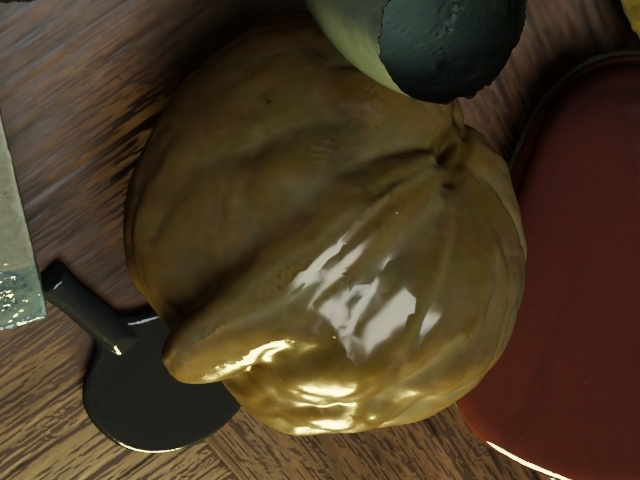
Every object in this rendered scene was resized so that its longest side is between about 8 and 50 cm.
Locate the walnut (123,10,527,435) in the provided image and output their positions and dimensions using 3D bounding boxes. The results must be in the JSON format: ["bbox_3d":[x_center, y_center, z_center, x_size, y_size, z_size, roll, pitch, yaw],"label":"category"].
[{"bbox_3d":[0.000,0.000,0.770,0.285,0.285,0.296,-41,101,0],"label":"walnut"}]

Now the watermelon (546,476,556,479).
[{"bbox_3d":[0.268,0.152,1.113,0.139,0.071,0.187,38,104,-28],"label":"watermelon"}]

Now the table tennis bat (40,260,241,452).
[{"bbox_3d":[-0.149,0.097,0.904,0.150,0.027,0.236,-42,127,1],"label":"table tennis bat"}]

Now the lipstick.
[{"bbox_3d":[-0.239,-0.074,0.702,0.066,0.068,0.317,-13,133,-14],"label":"lipstick"}]

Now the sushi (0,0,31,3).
[{"bbox_3d":[-0.288,-0.253,0.615,0.294,0.059,0.292,-16,122,-23],"label":"sushi"}]

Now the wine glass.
[{"bbox_3d":[0.082,-0.211,0.670,0.264,0.309,0.096,-27,124,-11],"label":"wine glass"}]

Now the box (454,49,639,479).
[{"bbox_3d":[0.269,0.035,0.963,0.263,0.108,0.404,20,112,5],"label":"box"}]

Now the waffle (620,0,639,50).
[{"bbox_3d":[0.333,-0.216,0.886,0.274,0.168,0.057,55,43,-35],"label":"waffle"}]
